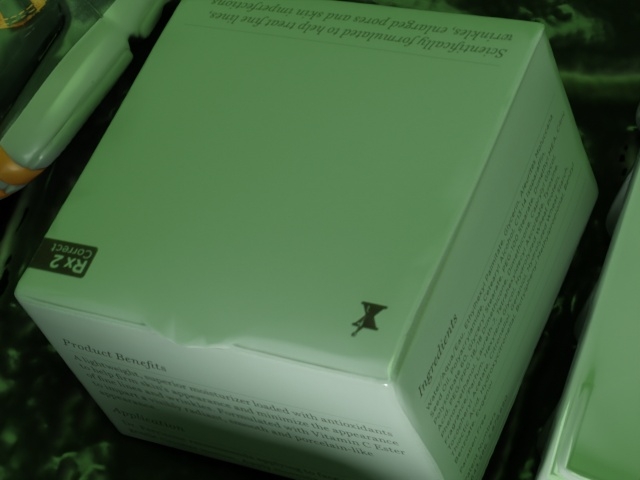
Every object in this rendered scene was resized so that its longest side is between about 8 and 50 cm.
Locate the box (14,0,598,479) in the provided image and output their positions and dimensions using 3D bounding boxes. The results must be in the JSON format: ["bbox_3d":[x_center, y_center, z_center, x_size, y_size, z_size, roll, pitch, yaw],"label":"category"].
[{"bbox_3d":[0.000,0.000,0.792,0.181,0.119,0.182,11,60,28],"label":"box"}]

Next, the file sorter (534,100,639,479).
[{"bbox_3d":[0.207,0.045,0.814,0.193,0.173,0.278,21,63,3],"label":"file sorter"}]

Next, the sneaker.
[{"bbox_3d":[-0.129,-0.191,0.868,0.180,0.124,0.321,39,62,-16],"label":"sneaker"}]
